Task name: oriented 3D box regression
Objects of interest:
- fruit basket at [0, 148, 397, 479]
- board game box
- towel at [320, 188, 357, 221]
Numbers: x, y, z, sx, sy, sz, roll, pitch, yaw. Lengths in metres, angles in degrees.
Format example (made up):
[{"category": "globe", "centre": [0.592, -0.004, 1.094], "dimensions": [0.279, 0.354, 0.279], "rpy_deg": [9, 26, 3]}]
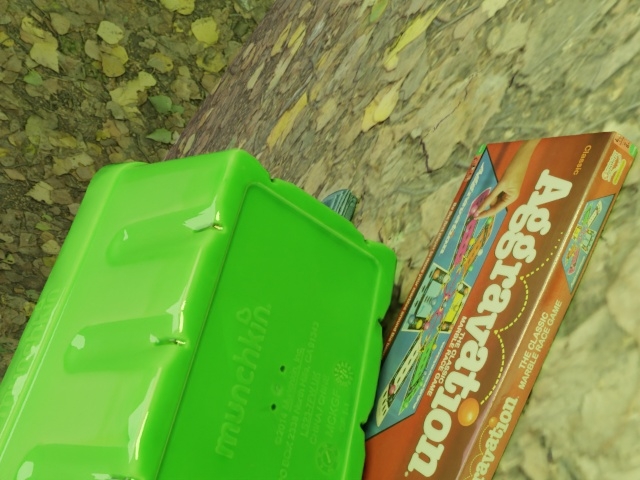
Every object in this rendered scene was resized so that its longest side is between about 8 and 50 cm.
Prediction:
[{"category": "fruit basket", "centre": [-0.126, 0.149, 0.563], "dimensions": [0.392, 0.283, 0.392], "rpy_deg": [-37, 36, 33]}, {"category": "board game box", "centre": [0.104, 0.056, 0.476], "dimensions": [0.281, 0.027, 0.145], "rpy_deg": [-64, 23, -7]}, {"category": "towel", "centre": [0.000, 0.000, 0.769], "dimensions": [0.067, 0.029, 0.119], "rpy_deg": [-18, 47, 61]}]
